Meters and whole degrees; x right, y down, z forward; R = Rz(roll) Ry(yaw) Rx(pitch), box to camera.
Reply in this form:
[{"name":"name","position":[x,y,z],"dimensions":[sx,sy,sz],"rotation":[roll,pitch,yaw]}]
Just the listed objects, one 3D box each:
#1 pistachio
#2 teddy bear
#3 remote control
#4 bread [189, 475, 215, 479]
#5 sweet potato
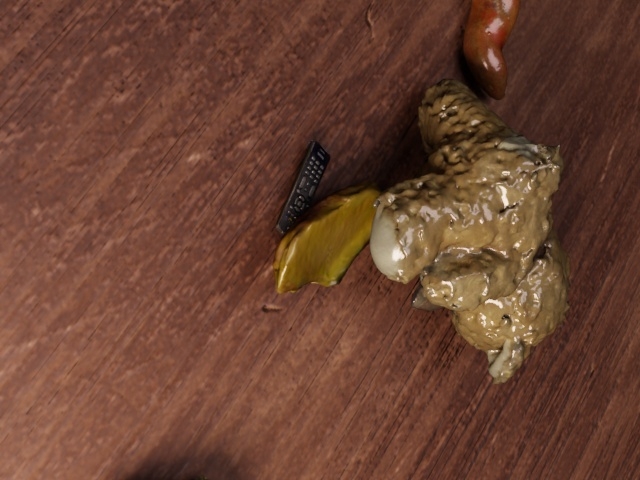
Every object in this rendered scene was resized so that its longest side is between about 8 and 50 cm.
[{"name":"pistachio","position":[0.000,0.000,1.012],"dimensions":[0.173,0.049,0.089],"rotation":[-32,135,-46]},{"name":"teddy bear","position":[0.162,0.002,1.086],"dimensions":[0.267,0.156,0.256],"rotation":[-66,150,-43]},{"name":"remote control","position":[-0.018,-0.046,1.029],"dimensions":[0.034,0.016,0.091],"rotation":[44,63,-49]},{"name":"bread","position":[-0.130,0.254,0.906],"dimensions":[0.156,0.064,0.117],"rotation":[3,83,-38]},{"name":"sweet potato","position":[0.177,-0.248,1.164],"dimensions":[0.055,0.058,0.202],"rotation":[-1,89,-60]}]
